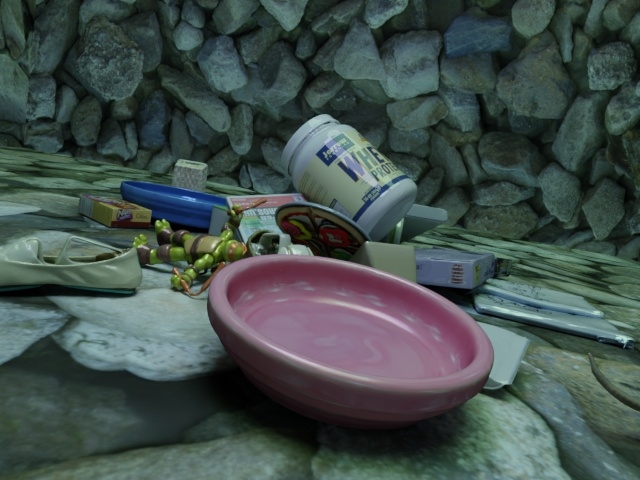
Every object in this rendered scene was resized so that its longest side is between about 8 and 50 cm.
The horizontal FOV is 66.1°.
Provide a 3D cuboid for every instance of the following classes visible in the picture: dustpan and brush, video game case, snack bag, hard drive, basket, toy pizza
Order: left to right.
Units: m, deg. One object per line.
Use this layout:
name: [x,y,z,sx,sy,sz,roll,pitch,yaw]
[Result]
basket: [-0.483,-0.202,1.795,0.113,0.167,0.103,9,14,-7]
video game case: [-0.096,-0.029,1.165,0.204,0.025,0.285,-5,36,-22]
toy pizza: [0.003,-0.002,0.913,0.201,0.032,0.201,20,-25,10]
hard drive: [0.239,-0.056,1.668,0.233,0.047,0.353,8,-14,-13]
dustpan and brush: [0.180,0.152,0.720,0.211,0.060,0.147,22,26,26]
snack bag: [0.503,0.148,1.152,0.323,0.037,0.342,13,9,12]

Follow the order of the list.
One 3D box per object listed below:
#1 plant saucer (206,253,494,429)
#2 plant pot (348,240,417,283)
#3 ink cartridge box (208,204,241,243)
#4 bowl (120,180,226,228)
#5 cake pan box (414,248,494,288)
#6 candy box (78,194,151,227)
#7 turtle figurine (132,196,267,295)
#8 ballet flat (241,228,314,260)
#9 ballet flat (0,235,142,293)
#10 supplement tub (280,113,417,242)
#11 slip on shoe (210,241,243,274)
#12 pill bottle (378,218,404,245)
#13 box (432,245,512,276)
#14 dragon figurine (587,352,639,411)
plant saucer: [0.029,0.111,0.586,0.332,0.084,0.332,12,15,-3]
plant pot: [0.111,0.076,0.886,0.109,0.109,0.096,6,53,-27]
ink cartridge box: [-0.172,-0.037,1.347,0.154,0.093,0.212,17,10,40]
bowl: [-0.405,-0.104,1.494,0.391,0.077,0.391,13,7,-2]
cake pan box: [0.270,0.060,1.206,0.266,0.070,0.245,4,3,28]
candy box: [-0.542,-0.076,1.291,0.186,0.053,0.109,20,12,39]
turtle figurine: [-0.221,0.008,0.917,0.217,0.087,0.269,6,44,22]
ballet flat: [-0.060,0.050,0.854,0.123,0.123,0.348,6,10,-24]
ballet flat: [-0.385,0.031,0.707,0.248,0.086,0.086,4,11,-32]
supplement tub: [0.072,-0.160,1.322,0.325,0.235,0.235,45,21,16]
slip on shoe: [-0.178,0.045,0.986,0.051,0.041,0.135,-33,12,13]
pill bottle: [0.118,-0.028,1.473,0.245,0.136,0.136,12,9,10]
box: [0.450,0.063,1.455,0.183,0.056,0.231,13,3,32]
dragon figurine: [0.460,0.204,0.585,0.289,0.085,0.144,14,10,21]
